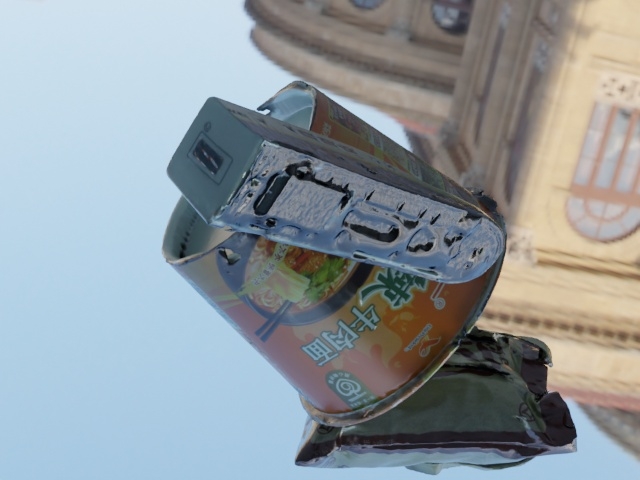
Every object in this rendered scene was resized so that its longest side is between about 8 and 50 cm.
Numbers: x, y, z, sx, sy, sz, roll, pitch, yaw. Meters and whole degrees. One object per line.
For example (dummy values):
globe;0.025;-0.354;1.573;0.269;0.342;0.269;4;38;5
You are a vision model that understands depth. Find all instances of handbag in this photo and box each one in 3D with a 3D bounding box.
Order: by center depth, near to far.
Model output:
handbag;0.092;0.138;1.011;0.234;0.127;0.213;3;-161;0

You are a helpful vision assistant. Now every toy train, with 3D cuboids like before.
toy train;0.022;-0.019;0.620;0.233;0.052;0.051;14;-155;-50

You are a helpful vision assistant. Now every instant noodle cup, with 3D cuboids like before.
instant noodle cup;0.000;0.000;0.897;0.182;0.230;0.230;39;-166;-23
